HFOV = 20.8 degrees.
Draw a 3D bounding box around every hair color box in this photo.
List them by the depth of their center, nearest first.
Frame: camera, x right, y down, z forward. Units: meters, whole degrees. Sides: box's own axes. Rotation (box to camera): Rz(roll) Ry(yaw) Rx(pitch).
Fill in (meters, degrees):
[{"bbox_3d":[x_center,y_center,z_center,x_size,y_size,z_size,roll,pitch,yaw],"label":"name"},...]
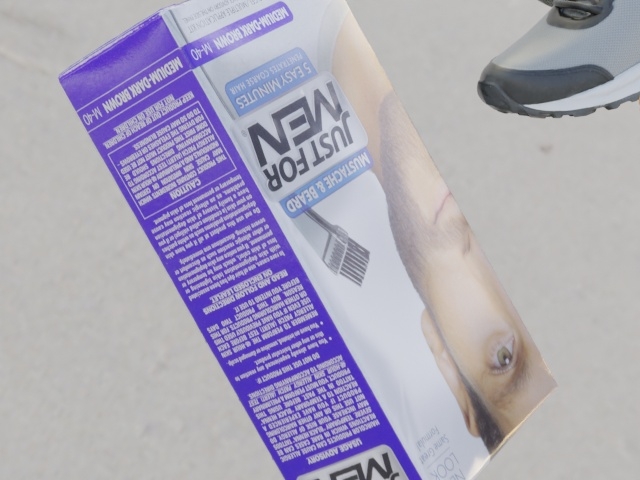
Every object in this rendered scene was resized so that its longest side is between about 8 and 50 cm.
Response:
[{"bbox_3d":[0.000,0.000,1.101,0.185,0.110,0.339,-36,99,-53],"label":"hair color box"}]

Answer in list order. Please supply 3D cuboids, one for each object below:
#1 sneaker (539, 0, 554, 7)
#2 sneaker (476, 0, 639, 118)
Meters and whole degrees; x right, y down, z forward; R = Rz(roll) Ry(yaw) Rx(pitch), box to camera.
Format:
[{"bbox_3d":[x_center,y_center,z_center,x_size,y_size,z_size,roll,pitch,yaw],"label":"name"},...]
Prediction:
[{"bbox_3d":[0.340,-0.302,2.203,0.166,0.065,0.076,20,20,-16],"label":"sneaker"},{"bbox_3d":[0.201,-0.166,1.067,0.108,0.271,0.100,61,-15,-26],"label":"sneaker"}]
